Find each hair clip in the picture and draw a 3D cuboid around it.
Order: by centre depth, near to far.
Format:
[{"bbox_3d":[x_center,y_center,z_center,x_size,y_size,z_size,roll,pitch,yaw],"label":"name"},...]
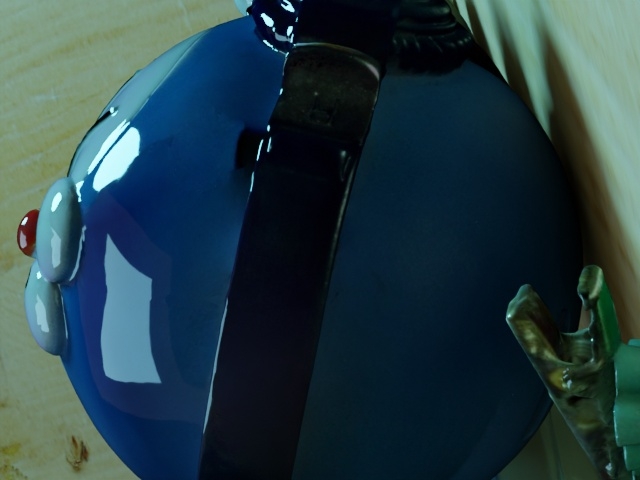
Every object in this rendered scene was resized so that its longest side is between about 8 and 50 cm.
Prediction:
[{"bbox_3d":[0.109,0.081,0.646,0.049,0.049,0.173,-103,-8,-53],"label":"hair clip"}]

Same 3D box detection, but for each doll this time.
[{"bbox_3d":[0.000,0.000,0.827,0.310,0.240,0.284,-56,-20,-68],"label":"doll"}]

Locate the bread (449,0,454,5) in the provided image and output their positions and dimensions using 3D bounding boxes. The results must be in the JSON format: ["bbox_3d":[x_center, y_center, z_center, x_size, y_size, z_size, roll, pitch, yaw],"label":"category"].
[{"bbox_3d":[0.032,-0.102,1.144,0.082,0.125,0.106,-28,78,66],"label":"bread"}]

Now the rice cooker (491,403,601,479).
[{"bbox_3d":[0.097,0.154,0.960,0.145,0.127,0.206,68,-165,-71],"label":"rice cooker"}]

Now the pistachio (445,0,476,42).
[{"bbox_3d":[0.045,-0.071,1.041,0.124,0.124,0.185,-95,-19,-80],"label":"pistachio"}]
